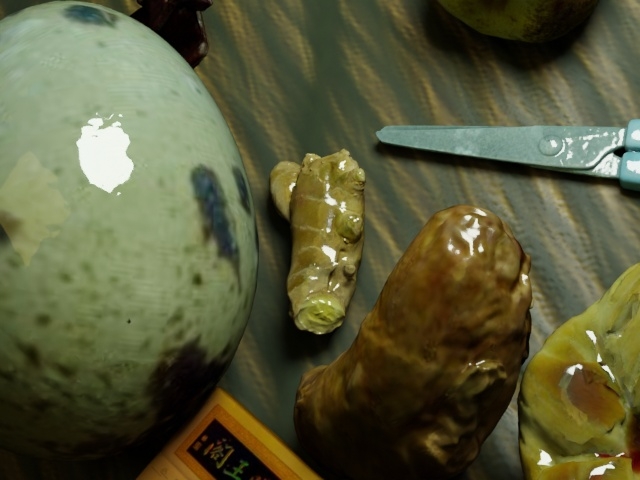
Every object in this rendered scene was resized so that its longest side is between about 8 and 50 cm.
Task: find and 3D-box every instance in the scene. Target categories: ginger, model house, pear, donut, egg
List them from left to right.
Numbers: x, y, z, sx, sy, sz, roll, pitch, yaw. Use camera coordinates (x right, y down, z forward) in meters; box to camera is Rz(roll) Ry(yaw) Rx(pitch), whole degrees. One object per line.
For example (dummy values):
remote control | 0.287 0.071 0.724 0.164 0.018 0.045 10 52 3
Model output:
egg | -0.231 -0.012 1.116 0.345 0.345 0.428 -7 86 15
model house | -0.215 -0.232 1.326 0.141 0.164 0.203 38 80 23
ginger | 0.009 -0.011 1.199 0.115 0.081 0.205 -21 61 14
ginger | 0.089 0.116 1.019 0.165 0.321 0.172 -9 59 -37
pear | 0.205 -0.306 1.212 0.197 0.197 0.197 -7 65 15
donut | 0.329 0.171 0.969 0.360 0.170 0.360 -6 67 14

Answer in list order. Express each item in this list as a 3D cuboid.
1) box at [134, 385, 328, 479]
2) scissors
box | -0.118 0.291 1.090 0.274 0.076 0.174 -49 51 -7
scissors | 0.267 -0.088 1.181 0.447 0.029 0.192 7 68 20
